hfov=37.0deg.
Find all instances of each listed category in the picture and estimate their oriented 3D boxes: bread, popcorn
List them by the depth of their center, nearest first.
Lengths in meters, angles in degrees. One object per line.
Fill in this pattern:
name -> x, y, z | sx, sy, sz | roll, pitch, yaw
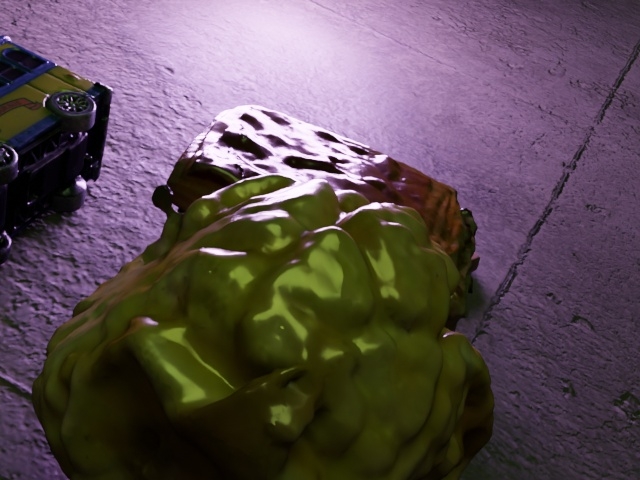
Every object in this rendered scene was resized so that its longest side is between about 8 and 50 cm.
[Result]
popcorn -> -0.030, 0.129, 0.763 | 0.382, 0.349, 0.349 | 56, 36, -15
bread -> 0.000, 0.000, 1.023 | 0.324, 0.167, 0.277 | 25, 28, 1

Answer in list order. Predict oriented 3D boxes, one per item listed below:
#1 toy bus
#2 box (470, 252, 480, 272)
toy bus -> -0.364, -0.087, 1.002 | 0.175, 0.138, 0.288 | 27, 38, 10
box -> 0.142, 0.031, 1.162 | 0.115, 0.025, 0.048 | -18, 45, -39
